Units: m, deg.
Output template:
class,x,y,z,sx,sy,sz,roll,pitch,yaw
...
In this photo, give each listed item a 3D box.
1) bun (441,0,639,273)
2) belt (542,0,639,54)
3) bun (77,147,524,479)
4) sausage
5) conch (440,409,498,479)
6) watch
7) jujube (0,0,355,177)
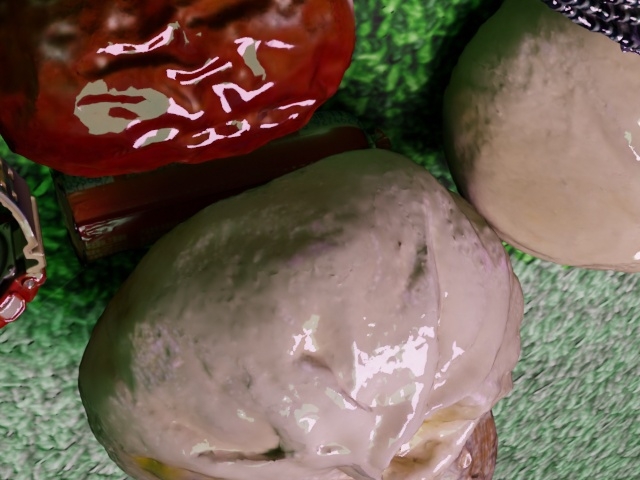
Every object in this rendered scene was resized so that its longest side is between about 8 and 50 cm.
class,x,y,z,sx,sy,sz,roll,pitch,yaw
bun,0.285,-0.088,1.412,0.364,0.202,0.364,-15,149,-9
belt,0.204,-0.264,1.137,0.207,0.160,0.295,-15,151,25
bun,-0.001,0.105,1.389,0.365,0.219,0.365,-19,154,-10
sausage,-0.069,-0.047,1.369,0.264,0.083,0.083,-15,147,-14
conch,0.049,0.220,1.722,0.297,0.210,0.352,-18,152,24
watch,-0.310,-0.021,1.262,0.165,0.102,0.268,-35,138,22
jujube,-0.103,-0.128,1.145,0.250,0.174,0.174,-14,147,-19
